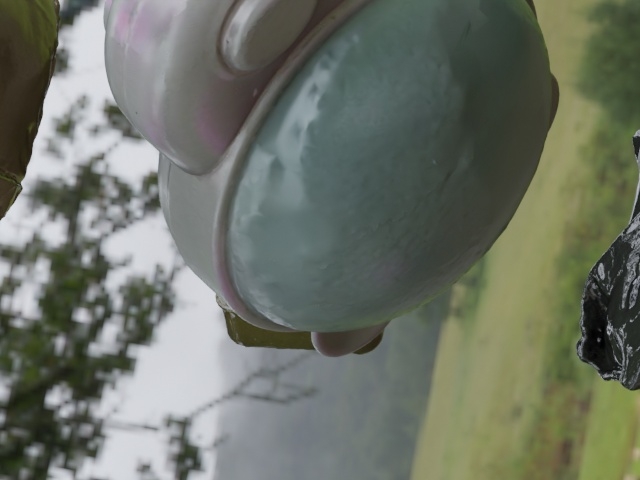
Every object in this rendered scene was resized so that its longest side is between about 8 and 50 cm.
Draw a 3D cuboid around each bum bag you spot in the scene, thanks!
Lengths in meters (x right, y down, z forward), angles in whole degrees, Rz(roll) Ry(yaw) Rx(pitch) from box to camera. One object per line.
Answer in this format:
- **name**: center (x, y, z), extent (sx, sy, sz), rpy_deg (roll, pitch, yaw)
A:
- **bum bag**: center (0.256, -0.025, 1.296), extent (0.326, 0.079, 0.142), rpy_deg (-65, 4, -29)

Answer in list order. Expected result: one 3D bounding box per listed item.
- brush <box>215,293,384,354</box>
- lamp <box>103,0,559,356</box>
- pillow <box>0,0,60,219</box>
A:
- **brush**: center (0.000, 0.000, 1.347), extent (0.197, 0.123, 0.059), rpy_deg (-75, -15, -44)
- **lamp**: center (0.013, -0.049, 0.702), extent (0.179, 0.108, 0.246), rpy_deg (-52, -38, -5)
- **pillow**: center (-0.219, -0.090, 0.943), extent (0.270, 0.067, 0.173), rpy_deg (18, -99, -72)
